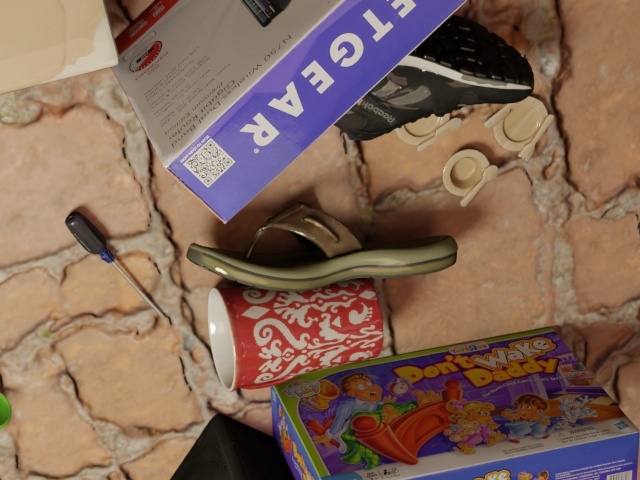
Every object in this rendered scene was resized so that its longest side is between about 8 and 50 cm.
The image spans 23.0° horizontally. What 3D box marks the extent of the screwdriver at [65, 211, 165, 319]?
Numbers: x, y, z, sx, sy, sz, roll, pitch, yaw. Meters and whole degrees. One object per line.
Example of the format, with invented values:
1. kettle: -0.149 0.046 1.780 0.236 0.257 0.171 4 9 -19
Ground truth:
1. screwdriver: -0.209 0.029 1.646 0.025 0.024 0.170 -24 127 28

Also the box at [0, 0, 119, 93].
1. box: -0.351 -0.189 1.413 0.311 0.121 0.148 -17 99 -10

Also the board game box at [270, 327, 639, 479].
1. board game box: 0.141 0.212 1.728 0.347 0.233 0.078 -9 118 -14

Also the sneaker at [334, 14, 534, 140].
1. sneaker: 0.074 -0.162 1.613 0.283 0.107 0.124 7 130 -15

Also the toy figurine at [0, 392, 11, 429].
1. toy figurine: -0.419 0.242 1.649 0.173 0.130 0.159 -13 136 -40

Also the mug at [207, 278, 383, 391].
1. mug: -0.031 0.096 1.702 0.169 0.150 0.113 -9 83 -16

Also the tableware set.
1. tableware set: 0.165 -0.127 1.693 0.141 0.020 0.168 -43 121 6

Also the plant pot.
1. plant pot: -0.071 0.339 1.761 0.187 0.167 0.188 28 103 -28

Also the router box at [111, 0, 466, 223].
1. router box: -0.027 -0.212 1.425 0.335 0.301 0.082 -43 121 5

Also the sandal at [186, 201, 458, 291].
1. sandal: 0.001 0.000 1.660 0.303 0.120 0.086 -5 100 -23
